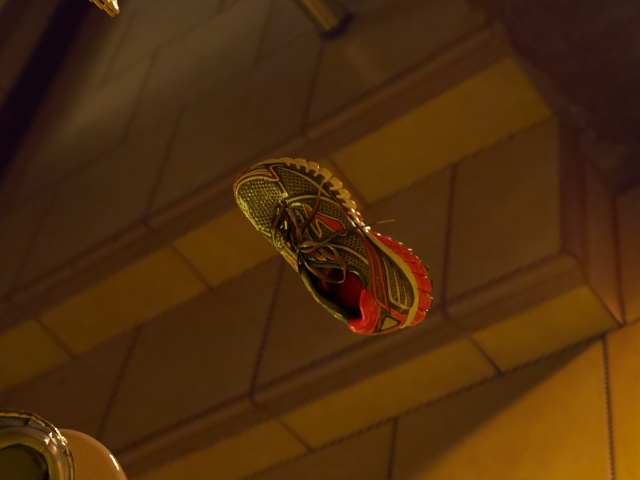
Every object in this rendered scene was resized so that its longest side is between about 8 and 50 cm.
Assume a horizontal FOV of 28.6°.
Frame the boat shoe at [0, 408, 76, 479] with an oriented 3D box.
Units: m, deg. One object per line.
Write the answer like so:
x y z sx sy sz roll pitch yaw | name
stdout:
-0.257 0.226 0.704 0.319 0.116 0.099 -50 9 -19 | boat shoe

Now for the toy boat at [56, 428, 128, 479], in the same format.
-0.302 0.293 1.273 0.231 0.151 0.151 -17 58 -10 | toy boat

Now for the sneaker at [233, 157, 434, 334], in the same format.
0.000 0.000 1.512 0.299 0.112 0.121 38 124 30 | sneaker

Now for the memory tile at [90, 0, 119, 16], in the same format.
-0.212 -0.246 1.000 0.012 0.148 0.113 -35 -2 4 | memory tile
